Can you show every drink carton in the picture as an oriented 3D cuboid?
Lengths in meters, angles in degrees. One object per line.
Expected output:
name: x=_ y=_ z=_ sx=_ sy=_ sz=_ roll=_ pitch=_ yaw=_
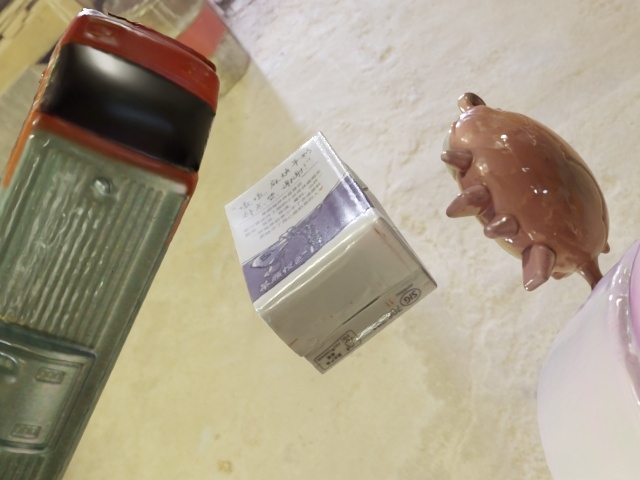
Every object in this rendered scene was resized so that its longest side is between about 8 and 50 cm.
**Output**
drink carton: x=-0.001 y=0.000 z=0.739 sx=0.134 sy=0.102 sz=0.222 roll=-40 pitch=30 yaw=8

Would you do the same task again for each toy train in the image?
toy train: x=-0.164 y=0.085 z=0.397 sx=0.409 sy=0.086 sz=0.089 roll=-63 pitch=23 yaw=11

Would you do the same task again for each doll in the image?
doll: x=0.207 y=-0.040 z=0.741 sx=0.262 sy=0.211 sz=0.093 roll=56 pitch=133 yaw=13

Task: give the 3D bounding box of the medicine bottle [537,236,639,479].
medicine bottle: x=0.240 y=0.008 z=0.273 sx=0.325 sy=0.212 sz=0.212 roll=109 pitch=161 yaw=-47
